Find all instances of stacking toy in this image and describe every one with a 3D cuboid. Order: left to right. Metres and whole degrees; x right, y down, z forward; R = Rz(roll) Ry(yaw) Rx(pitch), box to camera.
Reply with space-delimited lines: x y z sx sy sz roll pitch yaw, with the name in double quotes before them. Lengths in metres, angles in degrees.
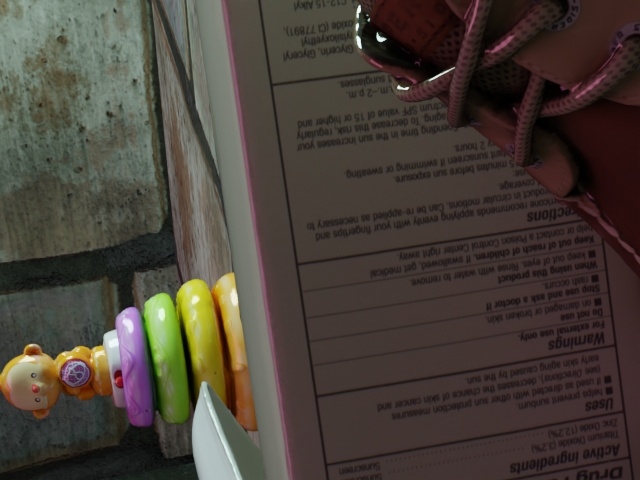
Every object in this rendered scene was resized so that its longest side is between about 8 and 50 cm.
"stacking toy" -0.129 0.102 1.164 0.166 0.302 0.175 -130 34 -71

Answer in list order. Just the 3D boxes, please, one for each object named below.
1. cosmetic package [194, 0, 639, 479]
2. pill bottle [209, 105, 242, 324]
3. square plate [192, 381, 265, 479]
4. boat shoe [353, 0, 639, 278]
"cosmetic package" 0.039 -0.031 0.564 0.113 0.160 0.309 -161 63 -79
"pill bottle" 0.000 0.000 0.885 0.123 0.123 0.219 -171 73 -79
"square plate" 0.015 0.314 0.906 0.347 0.049 0.344 60 -178 -37
"boat shoe" 0.060 -0.068 0.348 0.324 0.116 0.123 58 148 17
